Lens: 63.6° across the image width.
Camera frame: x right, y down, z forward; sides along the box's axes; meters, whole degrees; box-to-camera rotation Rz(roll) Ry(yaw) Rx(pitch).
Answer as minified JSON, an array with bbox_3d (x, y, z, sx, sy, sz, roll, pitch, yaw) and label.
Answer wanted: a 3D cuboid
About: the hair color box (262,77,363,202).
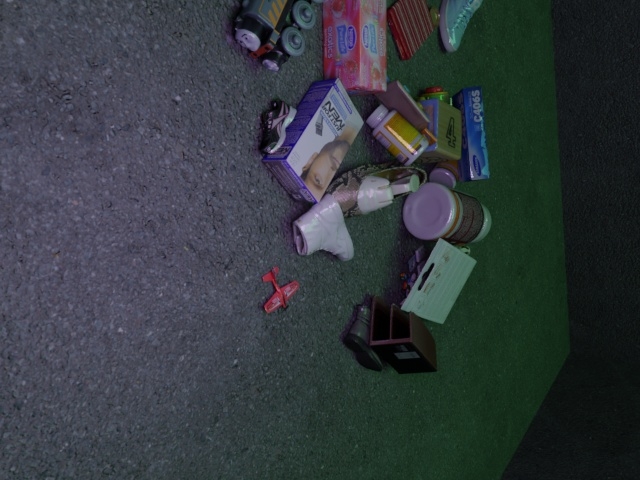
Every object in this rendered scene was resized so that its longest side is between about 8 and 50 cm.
[{"bbox_3d":[-0.012,-0.297,1.536,0.185,0.110,0.339,51,59,-40],"label":"hair color box"}]

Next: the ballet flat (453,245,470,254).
[{"bbox_3d":[0.664,0.049,2.391,0.168,0.052,0.057,5,90,-50],"label":"ballet flat"}]

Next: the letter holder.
[{"bbox_3d":[0.307,0.332,1.878,0.302,0.152,0.214,49,39,-47],"label":"letter holder"}]

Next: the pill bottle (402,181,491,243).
[{"bbox_3d":[0.523,-0.095,2.086,0.392,0.224,0.224,8,88,-49],"label":"pill bottle"}]

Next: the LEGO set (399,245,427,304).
[{"bbox_3d":[0.366,0.143,2.075,0.244,0.060,0.182,-33,118,-55],"label":"LEGO set"}]

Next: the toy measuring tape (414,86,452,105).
[{"bbox_3d":[0.495,-0.564,2.091,0.330,0.121,0.121,-17,106,-47],"label":"toy measuring tape"}]

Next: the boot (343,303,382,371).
[{"bbox_3d":[0.180,0.349,1.846,0.246,0.083,0.161,57,47,-37],"label":"boot"}]

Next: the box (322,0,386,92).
[{"bbox_3d":[0.108,-0.613,1.609,0.142,0.154,0.300,-9,101,-49],"label":"box"}]

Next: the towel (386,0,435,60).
[{"bbox_3d":[0.343,-0.829,1.953,0.275,0.031,0.199,-53,128,-34],"label":"towel"}]

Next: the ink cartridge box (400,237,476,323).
[{"bbox_3d":[0.451,0.157,2.049,0.385,0.091,0.308,24,95,-50],"label":"ink cartridge box"}]

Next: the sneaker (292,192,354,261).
[{"bbox_3d":[0.000,0.000,1.598,0.169,0.108,0.292,-37,140,-12],"label":"sneaker"}]

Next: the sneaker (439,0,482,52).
[{"bbox_3d":[0.590,-0.967,2.133,0.135,0.150,0.366,9,87,-48],"label":"sneaker"}]

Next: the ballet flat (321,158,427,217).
[{"bbox_3d":[0.211,-0.183,1.743,0.483,0.182,0.164,-25,120,-45],"label":"ballet flat"}]

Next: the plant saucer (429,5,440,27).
[{"bbox_3d":[0.457,-0.902,2.088,0.083,0.015,0.083,-5,97,-49],"label":"plant saucer"}]

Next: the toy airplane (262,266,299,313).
[{"bbox_3d":[-0.126,0.143,1.505,0.151,0.028,0.151,-5,97,-50],"label":"toy airplane"}]

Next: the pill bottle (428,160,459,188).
[{"bbox_3d":[0.550,-0.309,2.175,0.208,0.118,0.117,-52,129,-33],"label":"pill bottle"}]

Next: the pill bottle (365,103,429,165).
[{"bbox_3d":[0.261,-0.366,1.780,0.215,0.117,0.117,44,55,-2],"label":"pill bottle"}]

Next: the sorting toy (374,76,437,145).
[{"bbox_3d":[0.282,-0.466,1.761,0.047,0.196,0.347,-47,107,-10],"label":"sorting toy"}]

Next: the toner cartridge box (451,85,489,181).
[{"bbox_3d":[0.582,-0.406,2.012,0.165,0.075,0.347,-91,175,-87],"label":"toner cartridge box"}]

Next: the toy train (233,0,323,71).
[{"bbox_3d":[-0.113,-0.623,1.377,0.190,0.142,0.334,30,73,-34],"label":"toy train"}]

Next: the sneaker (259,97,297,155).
[{"bbox_3d":[-0.136,-0.318,1.432,0.077,0.072,0.178,37,57,-31],"label":"sneaker"}]

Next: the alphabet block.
[{"bbox_3d":[0.402,-0.403,1.935,0.197,0.192,0.193,6,87,-50],"label":"alphabet block"}]
